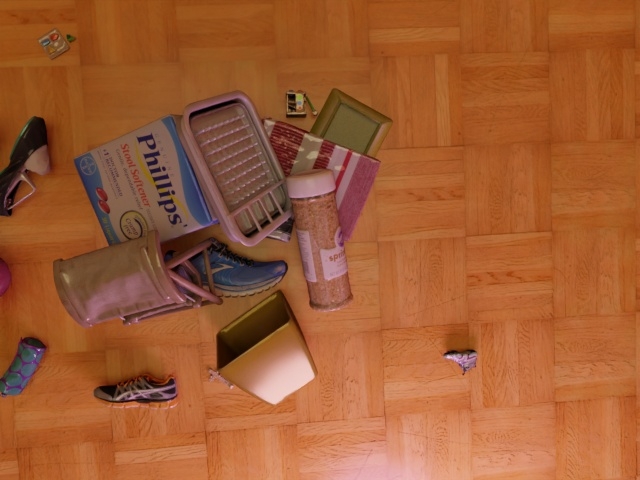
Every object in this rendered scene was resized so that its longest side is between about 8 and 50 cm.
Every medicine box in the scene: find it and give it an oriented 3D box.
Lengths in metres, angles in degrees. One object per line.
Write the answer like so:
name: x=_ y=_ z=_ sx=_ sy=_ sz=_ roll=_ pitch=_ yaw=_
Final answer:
medicine box: x=-0.394 y=-0.129 z=1.217 sx=0.290 sy=0.149 sz=0.263 roll=-19 pitch=96 yaw=18

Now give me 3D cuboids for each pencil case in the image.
pencil case: x=-0.777 y=0.327 z=1.301 sx=0.070 sy=0.064 sz=0.151 roll=30 pitch=91 yaw=-31

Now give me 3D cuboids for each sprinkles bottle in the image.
sprinkles bottle: x=0.000 y=0.000 z=1.282 sx=0.122 sy=0.121 sz=0.354 roll=-11 pitch=106 yaw=-4

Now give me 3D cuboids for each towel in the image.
towel: x=-0.034 y=-0.159 z=1.319 sx=0.329 sy=0.037 sz=0.236 roll=21 pitch=107 yaw=-3

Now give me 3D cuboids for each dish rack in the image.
dish rack: x=-0.198 y=-0.169 z=1.178 sx=0.073 sy=0.285 sz=0.332 roll=-14 pitch=107 yaw=30

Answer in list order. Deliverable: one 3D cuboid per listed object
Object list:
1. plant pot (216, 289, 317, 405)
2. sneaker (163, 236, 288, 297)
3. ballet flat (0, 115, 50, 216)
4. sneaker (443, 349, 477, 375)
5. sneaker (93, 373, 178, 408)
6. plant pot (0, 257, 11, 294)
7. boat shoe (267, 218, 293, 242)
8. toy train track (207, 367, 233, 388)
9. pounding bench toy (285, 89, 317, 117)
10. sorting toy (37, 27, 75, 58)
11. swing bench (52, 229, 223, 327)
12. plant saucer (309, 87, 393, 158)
plant pot: x=-0.126 y=0.290 z=1.291 sx=0.212 sy=0.212 sz=0.187 roll=-34 pitch=109 yaw=-2
sneaker: x=-0.249 y=0.066 z=1.294 sx=0.331 sy=0.130 sz=0.147 roll=-2 pitch=97 yaw=-4
ballet flat: x=-0.744 y=-0.176 z=1.261 sx=0.096 sy=0.095 sz=0.280 roll=36 pitch=101 yaw=-16
sneaker: x=0.394 y=0.345 z=1.410 sx=0.098 sy=0.038 sz=0.069 roll=-1 pitch=93 yaw=-4
sneaker: x=-0.484 y=0.393 z=1.326 sx=0.215 sy=0.084 sz=0.083 roll=5 pitch=91 yaw=-14
plant pot: x=-0.865 y=0.100 z=1.220 sx=0.202 sy=0.180 sz=0.201 roll=0 pitch=94 yaw=-4
boat shoe: x=-0.180 y=-0.053 z=1.321 sx=0.220 sy=0.078 sz=0.070 roll=14 pitch=84 yaw=-7
toy train track: x=-0.273 y=0.378 z=1.371 sx=0.083 sy=0.014 sz=0.048 roll=39 pitch=91 yaw=-7
pounding bench toy: x=-0.049 y=-0.359 z=1.316 sx=0.084 sy=0.052 sz=0.065 roll=-1 pitch=94 yaw=-5
sorting toy: x=-0.669 y=-0.508 z=1.275 sx=0.083 sy=0.012 sz=0.062 roll=-33 pitch=96 yaw=-1
swing bench: x=-0.400 y=0.095 z=1.131 sx=0.254 sy=0.255 sz=0.165 roll=-15 pitch=81 yaw=15
plant saucer: x=0.075 y=-0.284 z=1.335 sx=0.189 sy=0.045 sz=0.188 roll=28 pitch=92 yaw=-6
